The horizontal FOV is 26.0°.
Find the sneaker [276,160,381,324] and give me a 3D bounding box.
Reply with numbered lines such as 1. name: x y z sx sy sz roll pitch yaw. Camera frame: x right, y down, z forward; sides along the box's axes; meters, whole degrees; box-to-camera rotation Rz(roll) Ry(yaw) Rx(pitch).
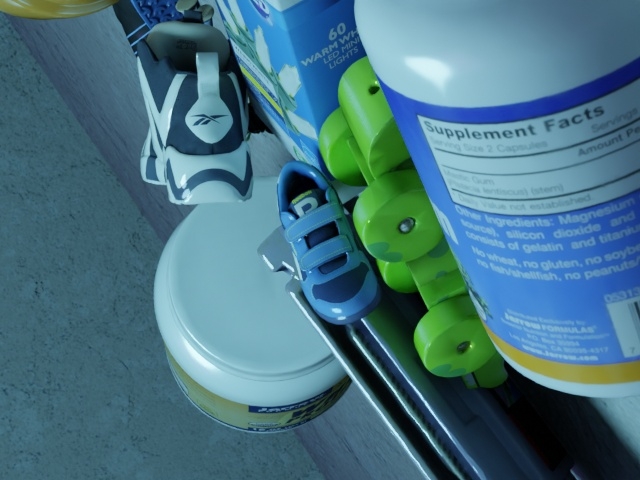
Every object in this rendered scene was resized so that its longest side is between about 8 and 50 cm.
1. sneaker: 0.000 0.000 0.994 0.059 0.053 0.144 64 180 -47

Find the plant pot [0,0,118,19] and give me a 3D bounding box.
1. plant pot: -0.188 -0.283 1.120 0.188 0.205 0.205 10 136 51

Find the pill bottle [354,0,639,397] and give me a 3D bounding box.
1. pill bottle: 0.104 -0.073 0.599 0.152 0.152 0.272 39 160 52

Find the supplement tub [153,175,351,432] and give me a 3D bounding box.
1. supplement tub: -0.056 0.071 1.446 0.228 0.228 0.316 53 169 10

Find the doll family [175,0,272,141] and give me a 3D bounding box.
1. doll family: -0.063 -0.151 1.259 0.193 0.076 0.111 55 174 26

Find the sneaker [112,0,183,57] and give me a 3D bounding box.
1. sneaker: -0.159 -0.211 1.454 0.090 0.081 0.232 45 158 49

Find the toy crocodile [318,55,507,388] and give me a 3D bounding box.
1. toy crocodile: 0.086 -0.007 1.014 0.115 0.105 0.341 -113 -3 -46

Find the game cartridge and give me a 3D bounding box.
1. game cartridge: 0.105 0.125 1.164 0.355 0.068 0.230 53 -160 9

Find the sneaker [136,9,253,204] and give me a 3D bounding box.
1. sneaker: -0.110 -0.122 1.190 0.235 0.094 0.153 -121 31 -77

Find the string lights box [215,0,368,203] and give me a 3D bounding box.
1. string lights box: -0.015 -0.159 1.014 0.133 0.076 0.260 49 167 35
